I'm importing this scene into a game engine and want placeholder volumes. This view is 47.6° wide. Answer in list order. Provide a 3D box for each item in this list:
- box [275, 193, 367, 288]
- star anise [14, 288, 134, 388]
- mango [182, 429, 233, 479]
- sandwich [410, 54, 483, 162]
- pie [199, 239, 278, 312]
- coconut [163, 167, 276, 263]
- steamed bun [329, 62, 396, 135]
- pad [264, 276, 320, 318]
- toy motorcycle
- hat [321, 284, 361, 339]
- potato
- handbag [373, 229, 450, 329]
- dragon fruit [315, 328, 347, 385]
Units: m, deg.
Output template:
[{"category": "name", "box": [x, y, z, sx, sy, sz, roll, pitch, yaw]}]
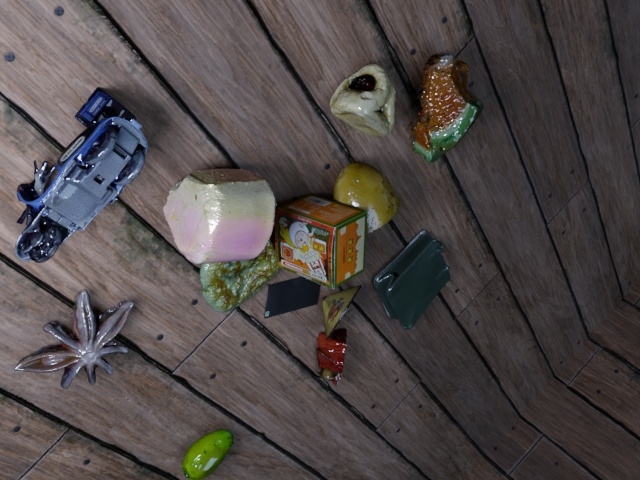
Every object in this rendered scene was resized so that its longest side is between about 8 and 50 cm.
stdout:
[{"category": "box", "box": [0.000, 0.000, 1.881, 0.148, 0.195, 0.177, -27, 128, -46]}, {"category": "star anise", "box": [-0.543, 0.226, 1.671, 0.198, 0.110, 0.257, 35, 85, -32]}, {"category": "mango", "box": [-0.329, 0.620, 2.115, 0.178, 0.100, 0.119, -42, 173, -23]}, {"category": "sandwich", "box": [0.363, -0.379, 1.998, 0.250, 0.162, 0.301, -42, 139, -17]}, {"category": "pie", "box": [-0.209, 0.078, 1.889, 0.240, 0.054, 0.240, -21, 127, -31]}, {"category": "coconut", "box": [-0.216, -0.062, 1.676, 0.245, 0.233, 0.233, -3, 119, -46]}, {"category": "steamed bun", "box": [0.124, -0.365, 1.836, 0.172, 0.141, 0.155, 30, 83, -50]}, {"category": "pad", "box": [-0.076, 0.156, 2.089, 0.193, 0.004, 0.116, -12, 124, -35]}, {"category": "toy motorcycle", "box": [-0.484, -0.118, 1.424, 0.358, 0.212, 0.125, -52, 135, -6]}, {"category": "hat", "box": [0.039, 0.195, 2.164, 0.193, 0.082, 0.193, -58, 177, -5]}, {"category": "potato", "box": [0.107, -0.130, 1.947, 0.203, 0.178, 0.158, -40, 125, -25]}, {"category": "handbag", "box": [0.307, 0.129, 2.345, 0.260, 0.079, 0.247, -44, 138, -13]}, {"category": "dragon fruit", "box": [0.029, 0.366, 2.289, 0.092, 0.122, 0.192, 6, 124, 1]}]
